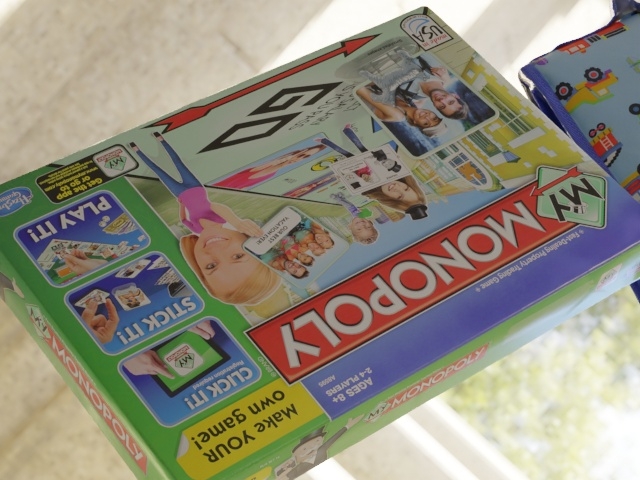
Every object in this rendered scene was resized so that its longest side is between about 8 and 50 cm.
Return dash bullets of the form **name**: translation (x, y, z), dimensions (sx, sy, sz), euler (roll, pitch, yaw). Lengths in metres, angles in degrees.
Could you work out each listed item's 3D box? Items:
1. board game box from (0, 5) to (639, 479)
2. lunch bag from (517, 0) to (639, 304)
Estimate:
- **board game box**: translation (0.000, 0.000, 0.858), dimensions (0.317, 0.213, 0.046), euler (-27, 148, -28)
- **lunch bag**: translation (0.327, -0.101, 1.388), dimensions (0.221, 0.293, 0.138), euler (-26, 161, -7)
